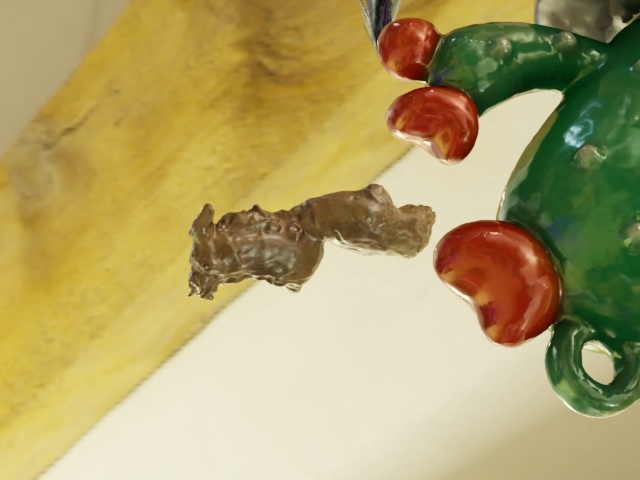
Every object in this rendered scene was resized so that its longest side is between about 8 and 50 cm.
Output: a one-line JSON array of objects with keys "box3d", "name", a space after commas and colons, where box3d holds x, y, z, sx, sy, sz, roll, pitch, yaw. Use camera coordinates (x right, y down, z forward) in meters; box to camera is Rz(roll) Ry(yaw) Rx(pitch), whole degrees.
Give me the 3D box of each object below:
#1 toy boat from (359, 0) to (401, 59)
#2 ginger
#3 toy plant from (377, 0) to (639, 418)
[{"box3d": [0.095, -0.290, 1.233, 0.210, 0.070, 0.291, 6, -90, 58], "name": "toy boat"}, {"box3d": [-0.002, 0.000, 1.663, 0.084, 0.290, 0.122, -142, -134, -62], "name": "ginger"}, {"box3d": [0.200, -0.079, 0.835, 0.185, 0.400, 0.279, -8, -46, 43], "name": "toy plant"}]
